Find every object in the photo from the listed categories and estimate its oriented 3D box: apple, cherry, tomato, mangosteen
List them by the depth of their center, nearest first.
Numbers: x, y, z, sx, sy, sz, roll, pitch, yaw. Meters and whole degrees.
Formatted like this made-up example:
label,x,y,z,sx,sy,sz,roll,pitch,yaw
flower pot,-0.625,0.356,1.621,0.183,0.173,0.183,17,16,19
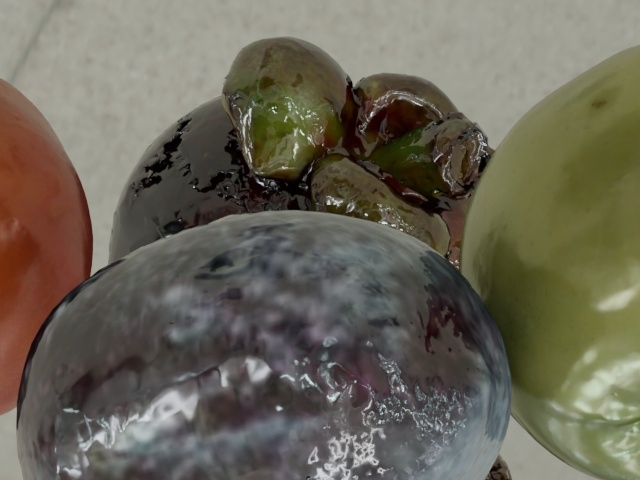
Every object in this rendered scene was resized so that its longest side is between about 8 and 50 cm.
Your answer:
label,x,y,z,sx,sy,sz,roll,pitch,yaw
cherry,-0.033,0.101,1.038,0.296,0.218,0.255,-28,144,32
apple,0.209,0.017,1.095,0.262,0.262,0.262,6,139,5
tomato,-0.255,0.010,1.285,0.260,0.260,0.180,-22,137,32
mangosteen,-0.021,0.011,1.882,0.381,0.381,0.421,16,151,-6

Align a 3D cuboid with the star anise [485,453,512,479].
label,x,y,z,sx,sy,sz,roll,pitch,yaw
star anise,0.057,0.168,1.545,0.346,0.148,0.237,51,167,-18
